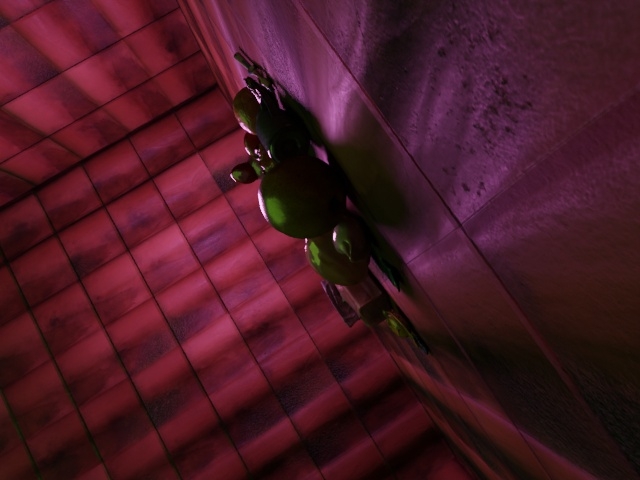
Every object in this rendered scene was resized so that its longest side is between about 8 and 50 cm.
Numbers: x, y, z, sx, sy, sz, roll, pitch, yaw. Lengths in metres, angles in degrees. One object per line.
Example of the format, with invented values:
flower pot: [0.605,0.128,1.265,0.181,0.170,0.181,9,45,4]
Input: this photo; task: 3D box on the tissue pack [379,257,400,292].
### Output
tissue pack: [0.234,0.111,1.362,0.085,0.028,0.138,63,179,-18]

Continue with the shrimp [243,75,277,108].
shrimp: [-0.229,-0.560,1.541,0.126,0.048,0.223,60,-169,22]

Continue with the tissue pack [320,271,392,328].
tissue pack: [0.154,0.244,1.903,0.305,0.239,0.238,55,175,41]

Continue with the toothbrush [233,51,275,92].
toothbrush: [-0.259,-0.639,1.528,0.386,0.040,0.040,52,173,40]

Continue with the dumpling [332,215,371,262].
dumpling: [0.112,-0.007,1.386,0.111,0.155,0.180,-15,72,51]

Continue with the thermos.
thermos: [-0.155,-0.395,1.421,0.286,0.145,0.182,-124,15,-44]

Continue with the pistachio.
pistachio: [0.062,0.029,1.536,0.309,0.230,0.230,48,179,-16]

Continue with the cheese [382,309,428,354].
cheese: [0.347,0.371,1.681,0.250,0.064,0.156,44,169,34]

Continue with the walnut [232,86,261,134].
walnut: [-0.277,-0.536,1.703,0.197,0.165,0.165,54,178,-26]

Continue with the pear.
pear: [-0.053,-0.135,1.305,0.294,0.294,0.294,58,176,7]

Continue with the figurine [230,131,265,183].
figurine: [-0.238,-0.362,1.915,0.211,0.269,0.261,40,-147,14]

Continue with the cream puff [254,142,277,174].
cream puff: [-0.157,-0.339,1.656,0.241,0.155,0.269,55,-157,20]
